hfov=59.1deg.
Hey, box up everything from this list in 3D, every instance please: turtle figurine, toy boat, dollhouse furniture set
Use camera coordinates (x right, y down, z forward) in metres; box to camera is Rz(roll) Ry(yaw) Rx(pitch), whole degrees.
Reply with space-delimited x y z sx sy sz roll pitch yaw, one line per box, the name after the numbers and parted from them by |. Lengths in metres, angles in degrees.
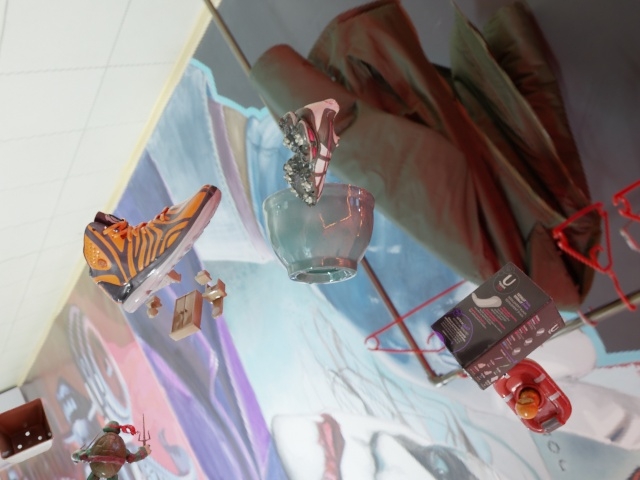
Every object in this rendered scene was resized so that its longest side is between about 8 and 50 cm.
-0.485 0.500 1.279 0.175 0.234 0.118 6 152 -2 | turtle figurine
0.583 0.445 1.581 0.151 0.231 0.151 -45 169 28 | toy boat
-0.557 0.178 2.003 0.303 0.174 0.356 -25 132 17 | dollhouse furniture set

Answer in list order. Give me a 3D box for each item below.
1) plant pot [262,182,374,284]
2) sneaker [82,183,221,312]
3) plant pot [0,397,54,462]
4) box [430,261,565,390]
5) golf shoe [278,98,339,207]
0.000 0.000 1.441 0.292 0.197 0.293 -3 163 -1 | plant pot
-0.344 -0.019 1.094 0.321 0.180 0.124 -47 -173 11 | sneaker
-0.682 0.451 1.311 0.109 0.109 0.096 -20 149 -27 | plant pot
0.446 0.216 1.429 0.270 0.165 0.143 -40 131 5 | box
-0.009 -0.170 1.172 0.120 0.105 0.273 -36 156 -21 | golf shoe
